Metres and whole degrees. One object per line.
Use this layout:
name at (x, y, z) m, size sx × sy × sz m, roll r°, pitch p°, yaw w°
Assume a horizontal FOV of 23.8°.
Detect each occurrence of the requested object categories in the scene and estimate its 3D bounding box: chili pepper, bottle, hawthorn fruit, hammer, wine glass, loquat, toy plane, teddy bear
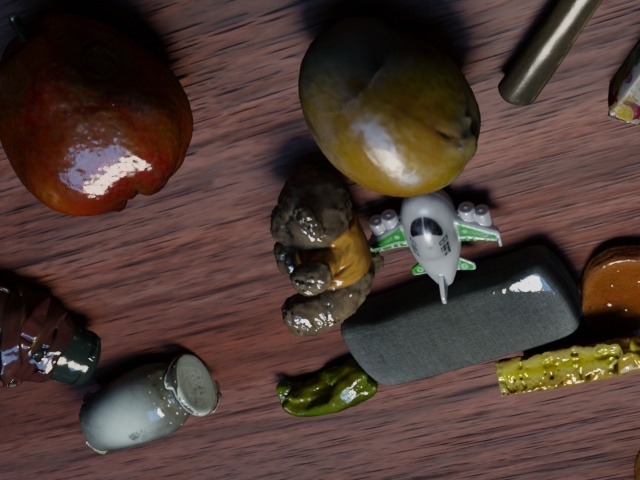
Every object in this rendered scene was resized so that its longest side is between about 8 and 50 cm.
chili pepper at (0.032, 0.213, 2.207) m, size 0.204 × 0.072 × 0.073 m, roll -20°, pitch 132°, yaw 29°
bottle at (-0.441, 0.132, 2.121) m, size 0.271 × 0.143 × 0.156 m, roll 24°, pitch 137°, yaw -22°
hawthorn fruit at (-0.269, -0.155, 1.714) m, size 0.224 × 0.224 × 0.261 m, roll -21°, pitch 113°, yaw 29°
hammer at (0.297, -0.296, 1.587) m, size 0.168 × 0.044 × 0.440 m, roll 18°, pitch 139°, yaw -12°
wine glass at (-0.258, 0.243, 2.251) m, size 0.204 × 0.111 × 0.111 m, roll -23°, pitch 132°, yaw 28°
loquat at (0.073, -0.148, 1.687) m, size 0.227 × 0.179 × 0.179 m, roll 33°, pitch 134°, yaw -22°
toy plane at (0.144, -0.001, 1.932) m, size 0.174 × 0.080 × 0.174 m, roll 4°, pitch 138°, yaw 4°
teddy bear at (0.000, 0.000, 1.889) m, size 0.140 × 0.177 × 0.190 m, roll -13°, pitch 126°, yaw 6°

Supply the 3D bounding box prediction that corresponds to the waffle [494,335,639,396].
waffle at (0.360, 0.166, 2.064) m, size 0.211 × 0.055 × 0.160 m, roll -14°, pitch 173°, yaw 21°

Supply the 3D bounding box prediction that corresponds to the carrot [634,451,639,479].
carrot at (0.568, 0.458, 2.229) m, size 0.224 × 0.341 × 0.224 m, roll 4°, pitch 136°, yaw 4°

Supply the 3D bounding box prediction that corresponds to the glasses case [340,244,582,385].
glasses case at (0.188, 0.105, 2.045) m, size 0.323 × 0.074 × 0.131 m, roll -19°, pitch 125°, yaw 29°

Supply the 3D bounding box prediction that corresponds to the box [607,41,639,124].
box at (0.376, -0.208, 1.661) m, size 0.041 × 0.050 × 0.207 m, roll 17°, pitch 144°, yaw -10°

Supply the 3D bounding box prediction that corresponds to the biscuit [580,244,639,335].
biscuit at (0.441, 0.066, 2.006) m, size 0.192 × 0.036 × 0.186 m, roll 0°, pitch 142°, yaw 8°
